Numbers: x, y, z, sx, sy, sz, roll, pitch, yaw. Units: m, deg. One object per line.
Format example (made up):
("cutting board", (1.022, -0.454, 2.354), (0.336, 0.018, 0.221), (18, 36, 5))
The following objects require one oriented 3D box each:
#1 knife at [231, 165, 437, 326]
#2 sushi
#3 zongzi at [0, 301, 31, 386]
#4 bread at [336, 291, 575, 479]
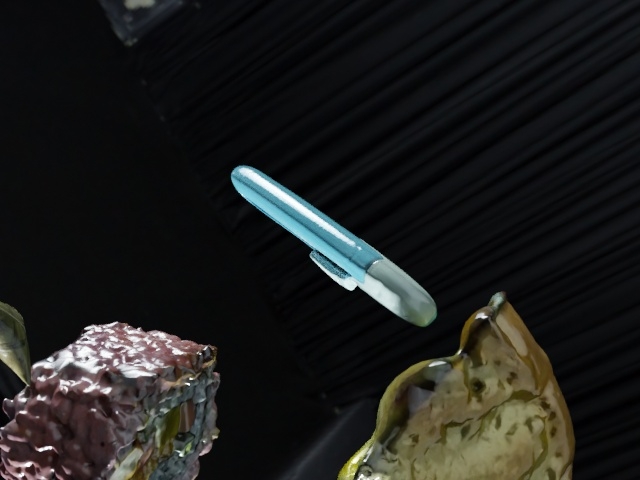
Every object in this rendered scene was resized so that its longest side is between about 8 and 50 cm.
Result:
("knife", (0.000, 0.000, 0.666), (0.222, 0.031, 0.064), (36, 175, 46))
("sushi", (-0.242, 0.219, 1.109), (0.270, 0.171, 0.236), (-23, -51, -67))
("zongzi", (-0.312, 0.099, 0.940), (0.076, 0.040, 0.083), (57, -168, -70))
("bread", (0.095, 0.156, 0.644), (0.133, 0.251, 0.174), (41, -114, 15))
